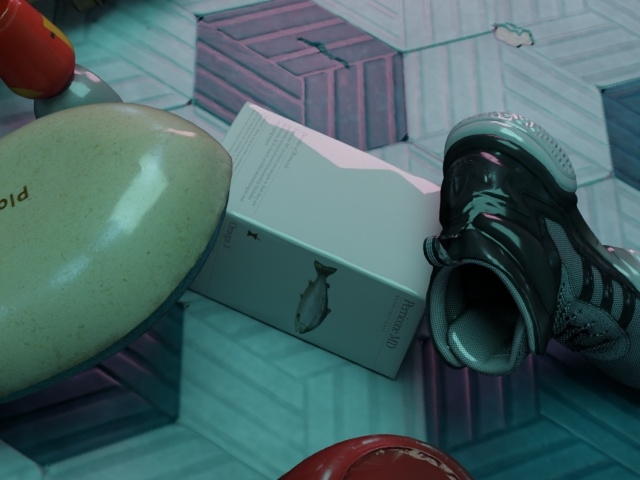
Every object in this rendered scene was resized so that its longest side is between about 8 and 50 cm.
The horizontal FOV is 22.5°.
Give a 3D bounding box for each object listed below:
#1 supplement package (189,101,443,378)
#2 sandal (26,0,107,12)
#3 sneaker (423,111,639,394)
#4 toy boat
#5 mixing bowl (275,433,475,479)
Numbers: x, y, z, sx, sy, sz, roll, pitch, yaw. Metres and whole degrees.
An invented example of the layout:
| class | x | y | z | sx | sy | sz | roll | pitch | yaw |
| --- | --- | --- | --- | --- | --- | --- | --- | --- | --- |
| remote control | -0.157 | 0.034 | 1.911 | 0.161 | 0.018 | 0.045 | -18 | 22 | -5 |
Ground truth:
| class | x | y | z | sx | sy | sz | roll | pitch | yaw |
| --- | --- | --- | --- | --- | --- | --- | --- | --- | --- |
| supplement package | 0.000 | 0.000 | 1.151 | 0.179 | 0.105 | 0.105 | 23 | 51 | 5 |
| sandal | -0.209 | -0.228 | 1.276 | 0.120 | 0.086 | 0.303 | 44 | 39 | 15 |
| sneaker | 0.155 | 0.051 | 1.101 | 0.268 | 0.101 | 0.153 | 49 | 47 | -26 |
| toy boat | -0.177 | -0.031 | 1.092 | 0.267 | 0.148 | 0.318 | -25 | 47 | 14 |
| mixing bowl | 0.043 | 0.191 | 1.018 | 0.181 | 0.098 | 0.181 | 8 | 52 | -10 |
